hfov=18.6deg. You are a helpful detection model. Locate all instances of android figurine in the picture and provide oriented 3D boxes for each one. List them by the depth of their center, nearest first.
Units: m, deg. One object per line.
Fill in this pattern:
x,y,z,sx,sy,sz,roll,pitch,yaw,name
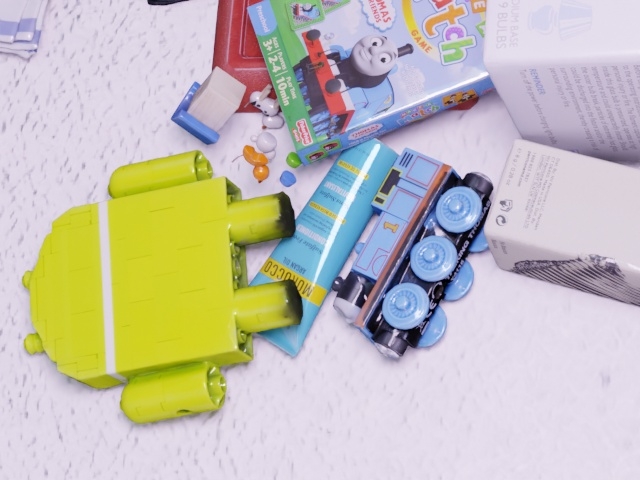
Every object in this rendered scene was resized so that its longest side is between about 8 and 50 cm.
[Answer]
-0.150,0.041,1.768,0.273,0.056,0.248,-13,69,18,android figurine

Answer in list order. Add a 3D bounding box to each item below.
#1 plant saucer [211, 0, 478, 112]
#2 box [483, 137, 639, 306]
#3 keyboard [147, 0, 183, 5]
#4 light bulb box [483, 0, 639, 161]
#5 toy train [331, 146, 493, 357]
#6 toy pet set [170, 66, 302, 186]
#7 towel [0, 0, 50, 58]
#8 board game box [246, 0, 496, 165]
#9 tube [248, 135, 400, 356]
0.024,-0.249,1.842,0.259,0.048,0.258,0,72,12,plant saucer
0.286,0.003,1.665,0.275,0.113,0.094,15,76,18,box
-0.164,-0.320,1.914,0.100,0.038,0.192,-15,68,8,keyboard
0.342,-0.269,1.641,0.361,0.225,0.358,-2,71,17,light bulb box
0.082,0.012,1.728,0.105,0.080,0.184,25,81,28,toy train
-0.076,-0.095,1.781,0.114,0.122,0.065,34,124,-13,toy pet set
-0.334,-0.325,1.956,0.209,0.034,0.285,10,73,18,towel
0.056,-0.178,1.762,0.211,0.039,0.160,-21,65,4,board game box
0.000,0.000,1.767,0.080,0.052,0.207,29,84,32,tube
